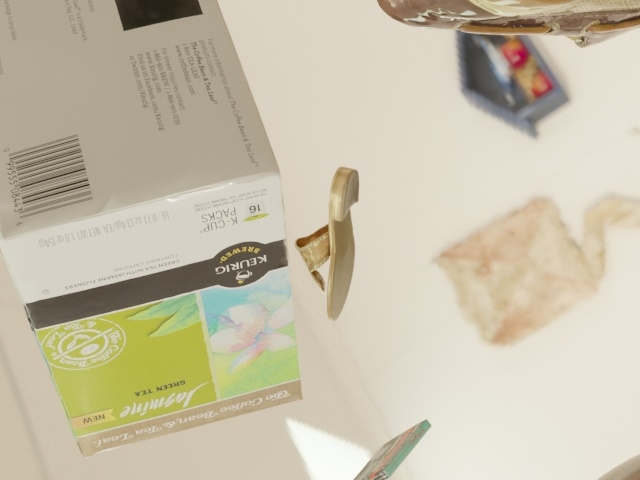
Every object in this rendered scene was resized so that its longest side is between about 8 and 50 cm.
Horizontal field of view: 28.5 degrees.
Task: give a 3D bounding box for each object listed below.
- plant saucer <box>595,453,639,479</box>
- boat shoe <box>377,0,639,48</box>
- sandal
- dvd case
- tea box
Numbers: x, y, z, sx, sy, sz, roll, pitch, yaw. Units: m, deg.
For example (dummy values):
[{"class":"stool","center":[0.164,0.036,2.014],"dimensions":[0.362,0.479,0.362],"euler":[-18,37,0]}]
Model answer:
[{"class":"plant saucer","center":[0.176,0.144,0.589],"dimensions":[0.198,0.198,0.036],"euler":[47,-162,-41]},{"class":"boat shoe","center":[0.177,-0.185,0.792],"dimensions":[0.342,0.123,0.123],"euler":[-20,-93,-37]},{"class":"sandal","center":[0.003,-0.003,1.814],"dimensions":[0.088,0.079,0.240],"euler":[-47,-32,-54]},{"class":"dvd case","center":[0.073,0.251,1.434],"dimensions":[0.013,0.119,0.087],"euler":[46,-125,-1]},{"class":"tea box","center":[-0.165,-0.043,1.124],"dimensions":[0.323,0.220,0.329],"euler":[84,169,-50]}]
